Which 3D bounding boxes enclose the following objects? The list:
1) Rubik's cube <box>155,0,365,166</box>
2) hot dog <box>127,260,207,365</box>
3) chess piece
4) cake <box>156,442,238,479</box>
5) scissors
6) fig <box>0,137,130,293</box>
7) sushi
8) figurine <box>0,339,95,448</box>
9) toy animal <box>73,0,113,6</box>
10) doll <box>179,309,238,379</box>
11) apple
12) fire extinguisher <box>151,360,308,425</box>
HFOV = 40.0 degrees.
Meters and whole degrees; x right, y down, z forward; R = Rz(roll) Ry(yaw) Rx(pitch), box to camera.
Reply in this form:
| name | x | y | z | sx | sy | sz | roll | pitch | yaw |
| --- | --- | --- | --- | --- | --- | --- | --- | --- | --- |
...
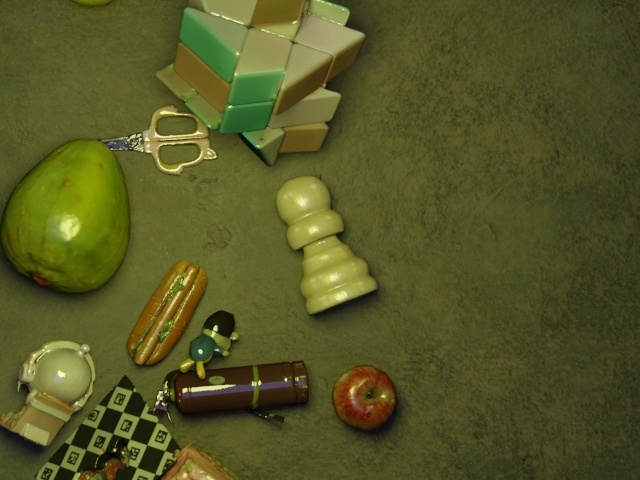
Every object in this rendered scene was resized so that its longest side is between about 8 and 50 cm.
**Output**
| name | x | y | z | sx | sy | sz | roll | pitch | yaw |
| --- | --- | --- | --- | --- | --- | --- | --- | --- | --- |
| Rubik's cube | -0.130 | -0.369 | 1.824 | 0.387 | 0.358 | 0.368 | 16 | 54 | -6 |
| hot dog | -0.334 | 0.160 | 1.919 | 0.100 | 0.068 | 0.249 | 30 | 83 | -4 |
| chess piece | 0.000 | 0.000 | 1.934 | 0.167 | 0.167 | 0.299 | -20 | 86 | -8 |
| cake | -0.263 | 0.609 | 1.787 | 0.293 | 0.307 | 0.314 | 41 | 83 | -3 |
| scissors | -0.392 | -0.218 | 1.951 | 0.317 | 0.024 | 0.160 | -6 | 88 | -8 |
| fig | -0.518 | -0.058 | 1.826 | 0.258 | 0.258 | 0.326 | 12 | 69 | -7 |
| sushi | -0.438 | 0.473 | 1.852 | 0.290 | 0.050 | 0.264 | -47 | 50 | -5 |
| figurine | -0.570 | 0.315 | 1.860 | 0.162 | 0.141 | 0.237 | 33 | 80 | -33 |
| toy animal | -0.512 | -0.603 | 1.873 | 0.338 | 0.216 | 0.191 | 14 | 112 | -4 |
| doll | -0.237 | 0.225 | 1.908 | 0.102 | 0.089 | 0.179 | 15 | 53 | 26 |
| apple | 0.096 | 0.349 | 1.938 | 0.146 | 0.131 | 0.146 | 4 | 75 | -16 |
| fire extinguisher | -0.200 | 0.337 | 1.905 | 0.341 | 0.105 | 0.141 | -5 | 71 | -11 |
